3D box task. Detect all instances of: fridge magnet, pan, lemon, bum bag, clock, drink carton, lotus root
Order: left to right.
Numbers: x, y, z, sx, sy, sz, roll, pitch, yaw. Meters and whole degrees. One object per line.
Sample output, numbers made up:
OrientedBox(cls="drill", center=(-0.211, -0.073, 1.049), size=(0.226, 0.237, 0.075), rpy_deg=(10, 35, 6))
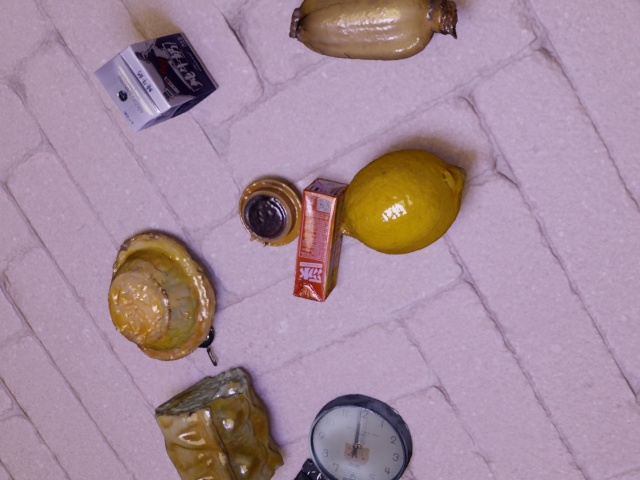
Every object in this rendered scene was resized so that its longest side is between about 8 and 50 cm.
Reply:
OrientedBox(cls="drink carton", center=(-0.304, -0.298, 1.600), size=(0.102, 0.222, 0.134), rpy_deg=(-28, 98, 25))
OrientedBox(cls="pan", center=(-0.252, 0.223, 1.877), size=(0.068, 0.023, 0.115), rpy_deg=(-23, 97, 23))
OrientedBox(cls="fridge magnet", center=(-0.100, -0.054, 1.708), size=(0.143, 0.063, 0.143), rpy_deg=(8, 112, 19))
OrientedBox(cls="bum bag", center=(-0.049, 0.581, 1.915), size=(0.087, 0.049, 0.198), rpy_deg=(44, 119, 25))
OrientedBox(cls="drink carton", center=(0.000, 0.000, 1.676), size=(0.071, 0.096, 0.223), rpy_deg=(12, 112, 13))
OrientedBox(cls="clock", center=(0.083, 0.441, 1.832), size=(0.226, 0.049, 0.226), rpy_deg=(6, 112, 16))
OrientedBox(cls="lotus root", center=(0.092, -0.387, 1.491), size=(0.303, 0.131, 0.146), rpy_deg=(2, 132, 19))
OrientedBox(cls="lemon", center=(0.149, -0.071, 1.552), size=(0.256, 0.188, 0.188), rpy_deg=(-23, 100, 20))

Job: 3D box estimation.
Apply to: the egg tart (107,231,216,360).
OrientedBox(cls="egg tart", center=(-0.355, 0.125, 1.820), size=(0.288, 0.118, 0.288), rpy_deg=(6, 103, 26))

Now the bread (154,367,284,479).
OrientedBox(cls="bread", center=(-0.217, 0.432, 1.846), size=(0.196, 0.238, 0.252), rpy_deg=(-1, 119, 58))
